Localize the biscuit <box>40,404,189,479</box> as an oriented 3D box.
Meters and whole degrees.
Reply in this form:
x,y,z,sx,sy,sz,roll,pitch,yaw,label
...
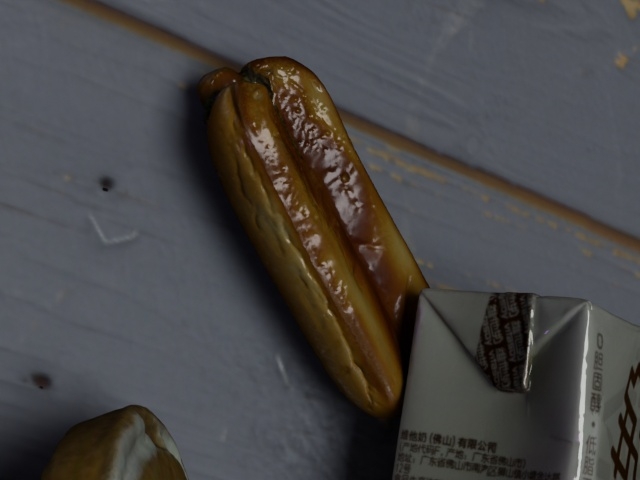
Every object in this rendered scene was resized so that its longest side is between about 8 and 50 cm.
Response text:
x,y,z,sx,sy,sz,roll,pitch,yaw,label
-0.091,0.258,0.917,0.287,0.057,0.344,19,65,-82,biscuit

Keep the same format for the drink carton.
x,y,z,sx,sy,sz,roll,pitch,yaw,label
0.133,0.208,1.122,0.194,0.132,0.325,23,72,-58,drink carton

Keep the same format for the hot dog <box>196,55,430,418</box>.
x,y,z,sx,sy,sz,roll,pitch,yaw,label
0.000,0.000,1.100,0.100,0.068,0.249,-50,121,-45,hot dog
